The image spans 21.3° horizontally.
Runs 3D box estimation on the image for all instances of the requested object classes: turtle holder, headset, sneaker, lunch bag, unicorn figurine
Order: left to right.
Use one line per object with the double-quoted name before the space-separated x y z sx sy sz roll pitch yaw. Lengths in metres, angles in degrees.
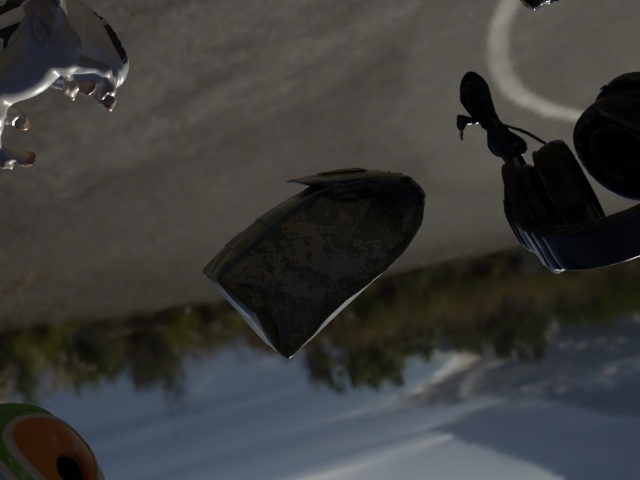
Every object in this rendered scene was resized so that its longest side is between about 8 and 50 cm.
"sneaker" -0.287 -0.141 1.383 0.094 0.235 0.153 102 15 -51
"turtle holder" -0.426 0.388 2.305 0.227 0.320 0.243 25 161 43
"unicorn figurine" -0.182 -0.114 1.083 0.162 0.060 0.111 -48 143 -10
"lunch bag" 0.000 0.000 2.235 0.287 0.169 0.235 -41 -173 -4
"headset" 0.276 -0.094 1.790 0.243 0.185 0.394 -37 -161 -13

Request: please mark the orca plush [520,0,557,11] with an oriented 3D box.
"orca plush" 0.315 -0.345 1.757 0.287 0.102 0.151 -39 153 9
